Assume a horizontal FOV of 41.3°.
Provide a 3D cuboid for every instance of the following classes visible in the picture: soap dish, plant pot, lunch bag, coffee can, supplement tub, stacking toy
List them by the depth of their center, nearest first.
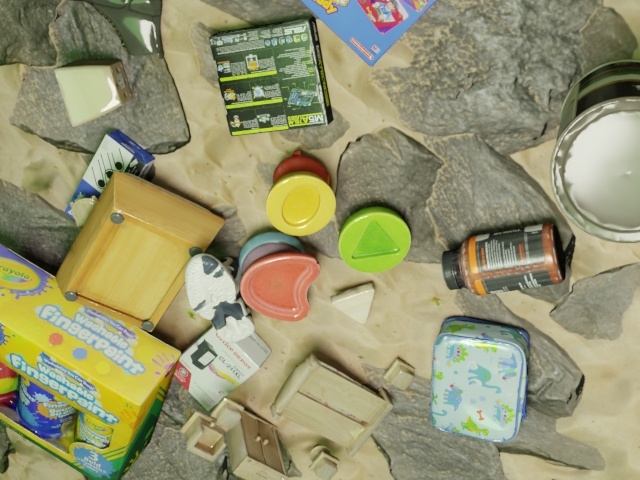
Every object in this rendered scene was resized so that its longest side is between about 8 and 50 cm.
[{"bbox_3d":[0.443,-0.139,1.233,0.201,0.275,0.202,7,114,15],"label":"coffee can"},{"bbox_3d":[0.310,0.036,1.448,0.197,0.106,0.106,-10,108,22],"label":"supplement tub"},{"bbox_3d":[0.293,0.256,1.555,0.176,0.090,0.219,6,113,17],"label":"lunch bag"},{"bbox_3d":[-0.410,-0.281,1.565,0.096,0.109,0.109,-10,108,9],"label":"plant pot"},{"bbox_3d":[0.000,0.000,1.567,0.279,0.130,0.309,15,122,-17],"label":"stacking toy"},{"bbox_3d":[-0.351,0.032,1.624,0.228,0.118,0.291,26,121,-20],"label":"soap dish"}]

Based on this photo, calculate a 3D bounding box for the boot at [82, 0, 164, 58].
[{"bbox_3d":[-0.376,-0.397,1.521,0.197,0.077,0.137,9,119,16],"label":"boot"}]

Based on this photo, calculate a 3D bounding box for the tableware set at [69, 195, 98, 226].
[{"bbox_3d":[-0.392,-0.046,1.652,0.168,0.020,0.141,-21,124,12],"label":"tableware set"}]

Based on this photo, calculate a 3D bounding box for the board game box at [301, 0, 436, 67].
[{"bbox_3d":[0.036,-0.473,1.303,0.347,0.078,0.233,42,124,-11],"label":"board game box"}]

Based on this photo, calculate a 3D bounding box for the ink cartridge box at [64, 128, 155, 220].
[{"bbox_3d":[-0.415,-0.107,1.667,0.097,0.046,0.207,38,118,2],"label":"ink cartridge box"}]

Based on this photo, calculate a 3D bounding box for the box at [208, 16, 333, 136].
[{"bbox_3d":[-0.086,-0.283,1.484,0.190,0.045,0.184,-5,112,19],"label":"box"}]

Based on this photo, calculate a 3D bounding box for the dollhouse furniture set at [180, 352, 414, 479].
[{"bbox_3d":[-0.052,0.289,1.662,0.303,0.174,0.356,33,103,-24],"label":"dollhouse furniture set"}]

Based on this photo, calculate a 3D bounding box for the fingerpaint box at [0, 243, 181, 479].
[{"bbox_3d":[-0.547,0.271,1.751,0.444,0.163,0.371,31,134,4],"label":"fingerpaint box"}]

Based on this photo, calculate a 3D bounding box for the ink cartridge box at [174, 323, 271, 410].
[{"bbox_3d":[-0.206,0.243,1.727,0.127,0.072,0.175,46,118,-3],"label":"ink cartridge box"}]

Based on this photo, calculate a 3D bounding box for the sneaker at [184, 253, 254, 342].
[{"bbox_3d":[-0.200,0.071,1.598,0.094,0.153,0.235,-28,137,4],"label":"sneaker"}]
